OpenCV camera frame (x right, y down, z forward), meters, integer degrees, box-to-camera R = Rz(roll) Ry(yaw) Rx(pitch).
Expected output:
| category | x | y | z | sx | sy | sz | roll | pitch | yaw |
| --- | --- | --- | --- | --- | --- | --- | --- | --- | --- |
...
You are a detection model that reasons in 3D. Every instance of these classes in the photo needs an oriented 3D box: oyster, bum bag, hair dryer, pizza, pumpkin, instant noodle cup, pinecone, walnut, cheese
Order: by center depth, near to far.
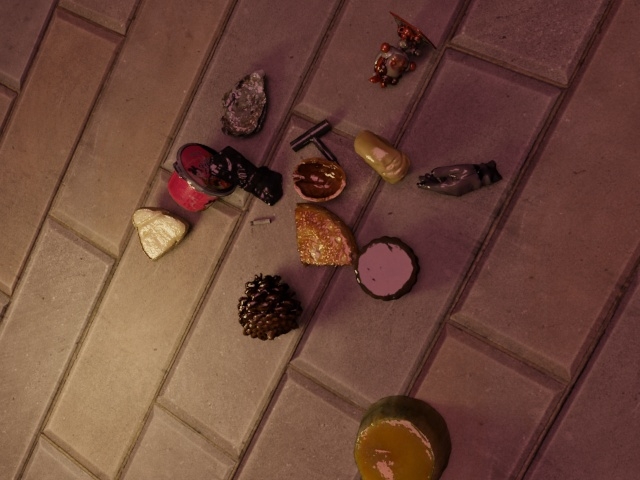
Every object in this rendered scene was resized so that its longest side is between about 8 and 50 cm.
| category | x | y | z | sx | sy | sz | roll | pitch | yaw |
| --- | --- | --- | --- | --- | --- | --- | --- | --- | --- |
| pumpkin | 0.274 | 0.713 | 1.620 | 0.332 | 0.199 | 0.333 | -1 | 85 | 14 |
| cheese | 0.212 | -0.298 | 1.679 | 0.226 | 0.214 | 0.117 | 39 | 103 | 7 |
| pinecone | -0.189 | 0.242 | 1.761 | 0.243 | 0.243 | 0.257 | -6 | 81 | 16 |
| pizza | 0.000 | 0.000 | 1.790 | 0.335 | 0.086 | 0.226 | 43 | 104 | 16 |
| walnut | 0.001 | -0.219 | 1.798 | 0.211 | 0.087 | 0.167 | 15 | 85 | 14 |
| hair dryer | -0.004 | -0.339 | 1.831 | 0.173 | 0.050 | 0.195 | -30 | 83 | 16 |
| bum bag | -0.280 | -0.254 | 1.841 | 0.310 | 0.074 | 0.137 | 27 | 75 | -20 |
| instant noodle cup | -0.482 | -0.228 | 1.869 | 0.181 | 0.302 | 0.258 | -41 | 64 | 34 |
| oyster | -0.308 | -0.542 | 1.894 | 0.198 | 0.112 | 0.268 | 3 | 85 | 16 |

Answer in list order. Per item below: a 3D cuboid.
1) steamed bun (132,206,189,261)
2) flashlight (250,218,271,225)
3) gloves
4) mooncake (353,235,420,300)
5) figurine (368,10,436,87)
| category | x | y | z | sx | sy | sz | roll | pitch | yaw |
| --- | --- | --- | --- | --- | --- | --- | --- | --- | --- |
| steamed bun | -0.668 | -0.057 | 1.976 | 0.231 | 0.110 | 0.212 | -37 | 95 | 9 |
| flashlight | -0.238 | -0.073 | 1.897 | 0.083 | 0.018 | 0.018 | -7 | 85 | 16 |
| gloves | 0.475 | -0.215 | 1.641 | 0.285 | 0.142 | 0.119 | -5 | 58 | 17 |
| mooncake | 0.239 | 0.102 | 1.697 | 0.228 | 0.124 | 0.228 | -2 | 81 | 15 |
| figurine | 0.265 | -0.655 | 1.710 | 0.160 | 0.183 | 0.226 | 46 | 112 | 22 |
